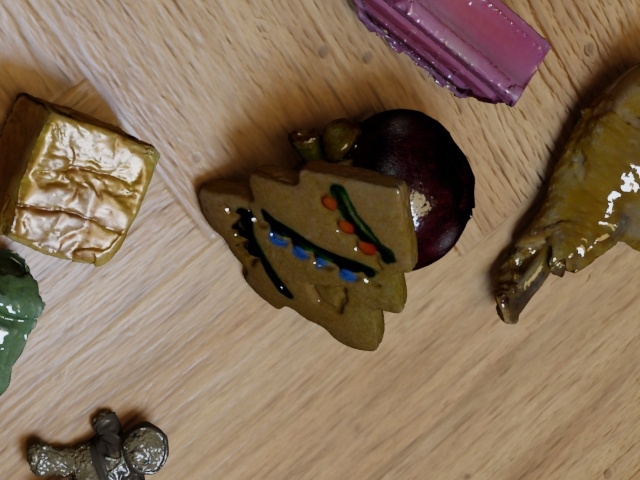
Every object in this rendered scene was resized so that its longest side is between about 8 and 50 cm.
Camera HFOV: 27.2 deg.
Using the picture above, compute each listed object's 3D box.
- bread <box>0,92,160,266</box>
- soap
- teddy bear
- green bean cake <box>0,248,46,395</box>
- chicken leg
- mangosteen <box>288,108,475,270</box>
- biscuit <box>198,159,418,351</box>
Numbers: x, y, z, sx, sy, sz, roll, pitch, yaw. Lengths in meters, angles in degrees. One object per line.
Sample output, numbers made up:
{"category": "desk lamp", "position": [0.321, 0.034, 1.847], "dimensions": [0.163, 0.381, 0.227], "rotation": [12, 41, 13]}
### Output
{"category": "bread", "position": [-0.268, -0.065, 1.374], "dimensions": [0.149, 0.158, 0.143], "rotation": [21, 98, -26]}
{"category": "soap", "position": [0.129, -0.255, 1.499], "dimensions": [0.250, 0.162, 0.099], "rotation": [33, 91, -32]}
{"category": "teddy bear", "position": [-0.254, 0.263, 1.540], "dimensions": [0.160, 0.078, 0.119], "rotation": [-17, 80, -14]}
{"category": "green bean cake", "position": [-0.437, 0.105, 1.365], "dimensions": [0.241, 0.132, 0.255], "rotation": [23, 96, -27]}
{"category": "chicken leg", "position": [0.389, -0.033, 1.718], "dimensions": [0.409, 0.182, 0.295], "rotation": [-49, 137, 1]}
{"category": "mangosteen", "position": [0.065, -0.064, 1.524], "dimensions": [0.231, 0.194, 0.194], "rotation": [14, 101, -13]}
{"category": "biscuit", "position": [-0.001, 0.001, 1.467], "dimensions": [0.278, 0.301, 0.043], "rotation": [40, 53, -5]}
